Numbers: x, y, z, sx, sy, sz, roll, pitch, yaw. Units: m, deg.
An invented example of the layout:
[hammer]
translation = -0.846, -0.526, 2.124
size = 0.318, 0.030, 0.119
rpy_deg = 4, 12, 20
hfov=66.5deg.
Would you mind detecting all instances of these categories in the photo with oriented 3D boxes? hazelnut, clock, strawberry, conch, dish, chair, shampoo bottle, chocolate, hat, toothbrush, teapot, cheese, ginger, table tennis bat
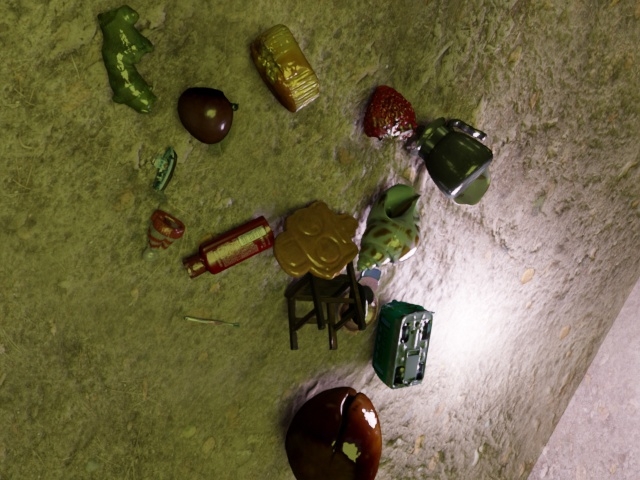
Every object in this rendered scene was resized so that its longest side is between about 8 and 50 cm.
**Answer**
[hazelnut]
translation = 0.050, 0.794, 1.906
size = 0.403, 0.402, 0.428
rpy_deg = -12, 109, -21
[clock]
translation = 0.175, 0.212, 1.894
size = 0.074, 0.010, 0.083
rpy_deg = -32, 103, -22
[strawberry]
translation = 0.238, -0.443, 1.702
size = 0.187, 0.184, 0.201
rpy_deg = -8, 87, 13
[conch]
translation = 0.252, -0.036, 1.794
size = 0.249, 0.197, 0.368
rpy_deg = 54, 43, -18
[dish]
translation = 0.576, -0.249, 1.966
size = 0.230, 0.081, 0.229
rpy_deg = -5, 103, -24
[chair]
translation = -0.004, 0.164, 1.787
size = 0.203, 0.415, 0.240
rpy_deg = 5, 148, -25
[shampoo bottle]
translation = -0.307, 0.030, 1.651
size = 0.315, 0.076, 0.118
rpy_deg = -27, 120, -14
[chocolate]
translation = -0.344, -0.369, 1.464
size = 0.177, 0.177, 0.176
rpy_deg = -7, 109, -22
[hat]
translation = -0.515, -0.004, 1.554
size = 0.112, 0.093, 0.162
rpy_deg = 31, 110, -19
[toothbrush]
translation = -0.383, 0.291, 1.732
size = 0.204, 0.022, 0.017
rpy_deg = 14, 97, -25
[teapot]
translation = 0.484, -0.348, 1.789
size = 0.305, 0.223, 0.285
rpy_deg = -44, 77, -2
[cheese]
translation = 0.163, 0.242, 1.935
size = 0.189, 0.074, 0.285
rpy_deg = 15, 96, -28
[ginger]
translation = -0.538, -0.505, 1.372
size = 0.137, 0.089, 0.289
rpy_deg = -9, 108, -31
[table tennis bat]
translation = 0.122, 0.245, 1.782
size = 0.027, 0.236, 0.150
rpy_deg = -1, 63, -17

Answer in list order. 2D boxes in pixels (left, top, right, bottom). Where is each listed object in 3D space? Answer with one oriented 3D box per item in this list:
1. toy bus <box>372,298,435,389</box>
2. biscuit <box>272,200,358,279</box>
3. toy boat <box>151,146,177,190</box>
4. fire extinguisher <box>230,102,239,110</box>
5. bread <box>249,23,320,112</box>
[toy bus]
translation = 0.328, 0.412, 1.990
size = 0.184, 0.199, 0.343
rpy_deg = 0, 106, -27
[biscuit]
translation = 0.002, -0.002, 1.693
size = 0.376, 0.051, 0.269
rpy_deg = -31, 84, -37
[toy boat]
translation = -0.486, -0.223, 1.497
size = 0.066, 0.059, 0.139
rpy_deg = 21, 94, -46
[fire extinguisher]
translation = -0.275, -0.414, 1.521
size = 0.025, 0.083, 0.038
rpy_deg = 39, 86, -29
[bread]
translation = -0.112, -0.524, 1.509
size = 0.133, 0.179, 0.250
rpy_deg = -34, 117, -7
